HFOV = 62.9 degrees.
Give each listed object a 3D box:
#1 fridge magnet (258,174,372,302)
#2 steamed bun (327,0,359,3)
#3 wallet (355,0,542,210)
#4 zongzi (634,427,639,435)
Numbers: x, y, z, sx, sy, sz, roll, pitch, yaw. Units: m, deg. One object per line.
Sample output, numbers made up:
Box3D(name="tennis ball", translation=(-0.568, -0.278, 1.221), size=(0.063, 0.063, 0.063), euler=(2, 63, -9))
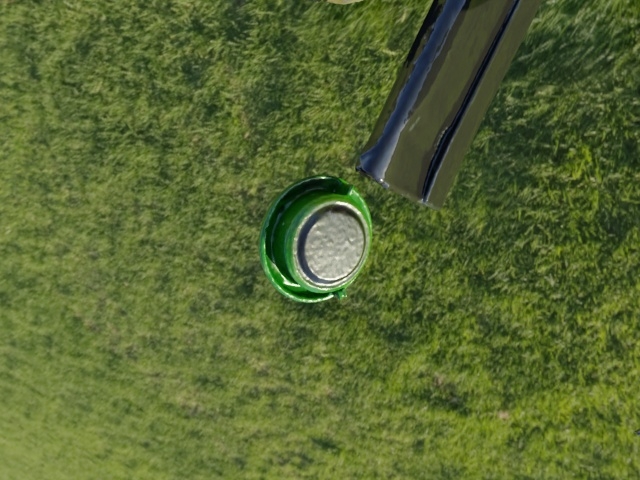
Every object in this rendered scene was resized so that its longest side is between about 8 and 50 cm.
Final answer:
Box3D(name="fridge magnet", translation=(0.000, 0.000, 0.831), size=(0.088, 0.208, 0.208), euler=(22, 141, 57))
Box3D(name="steamed bun", translation=(-0.007, -0.608, 0.932), size=(0.372, 0.230, 0.325), euler=(2, 129, -23))
Box3D(name="wallet", translation=(0.202, -0.247, 0.735), size=(0.062, 0.228, 0.406), euler=(32, 100, 37))
Box3D(name="zongzi", translation=(0.397, 0.260, 0.508), size=(0.099, 0.194, 0.197), euler=(47, 144, -15))
